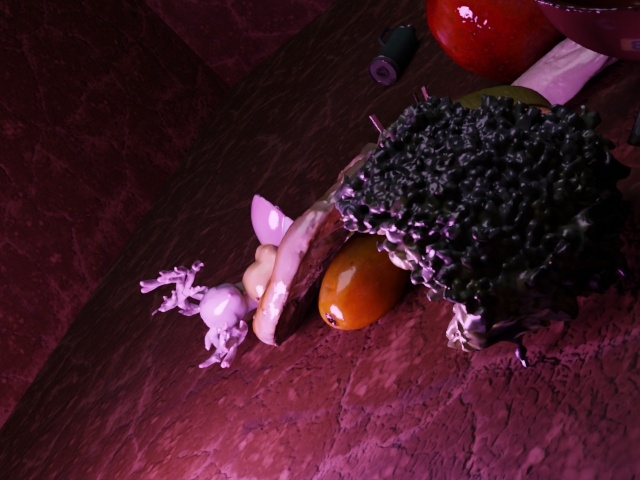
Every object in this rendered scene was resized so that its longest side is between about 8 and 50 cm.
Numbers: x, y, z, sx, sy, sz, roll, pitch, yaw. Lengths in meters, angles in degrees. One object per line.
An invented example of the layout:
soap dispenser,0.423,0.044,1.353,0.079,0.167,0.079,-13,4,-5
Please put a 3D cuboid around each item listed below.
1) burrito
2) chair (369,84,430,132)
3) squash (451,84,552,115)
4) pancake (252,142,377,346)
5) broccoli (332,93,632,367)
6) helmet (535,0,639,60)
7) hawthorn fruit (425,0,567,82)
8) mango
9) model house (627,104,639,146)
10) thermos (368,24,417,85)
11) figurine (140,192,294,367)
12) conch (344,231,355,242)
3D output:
burrito,0.387,-0.261,1.605,0.392,0.076,0.117,-39,25,27
chair,0.179,-0.129,1.614,0.104,0.222,0.095,-25,0,30
squash,0.220,-0.103,1.403,0.252,0.252,0.049,-41,53,16
pancake,0.000,0.001,1.678,0.387,0.082,0.387,-58,-4,-7
broccoli,0.187,-0.001,1.213,0.347,0.281,0.293,1,62,18
helmet,0.438,-0.370,1.403,0.384,0.230,0.338,-13,56,13
hawthorn fruit,0.296,-0.419,1.774,0.265,0.307,0.265,-51,25,36
mango,0.078,0.043,1.577,0.138,0.113,0.253,-38,12,35
model house,0.465,-0.187,1.251,0.165,0.106,0.152,3,26,20
thermos,0.180,-0.462,2.506,0.073,0.083,0.188,90,-156,-47
figurine,-0.161,0.072,1.858,0.316,0.206,0.284,-54,-7,-8
conch,0.039,-0.029,1.926,0.121,0.074,0.089,36,115,56
